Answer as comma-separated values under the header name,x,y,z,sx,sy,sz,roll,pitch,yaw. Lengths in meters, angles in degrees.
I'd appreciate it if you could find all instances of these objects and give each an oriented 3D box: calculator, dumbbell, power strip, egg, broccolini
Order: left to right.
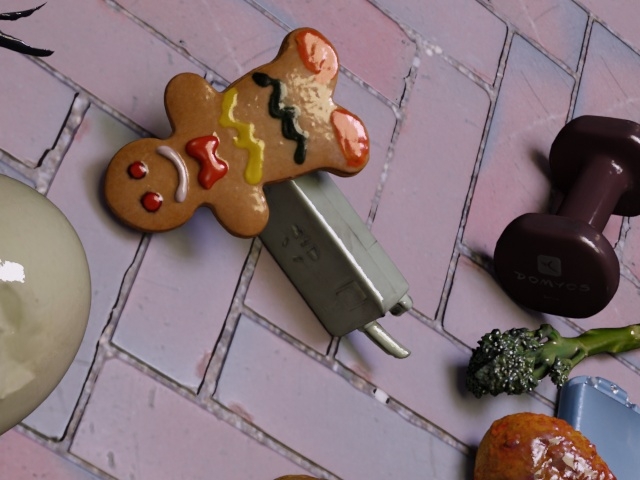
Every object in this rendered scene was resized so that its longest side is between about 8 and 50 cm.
name,x,y,z,sx,sy,sz,roll,pitch,yaw
egg,-0.296,0.055,1.223,0.219,0.219,0.269,54,49,-5
power strip,0.000,0.000,1.574,0.288,0.093,0.053,54,48,-4
dumbbell,0.289,-0.028,1.791,0.225,0.140,0.124,-57,146,-41
calculator,0.297,0.242,1.736,0.121,0.039,0.210,29,54,-23
broccolini,0.308,0.119,1.770,0.392,0.079,0.074,-7,56,-40

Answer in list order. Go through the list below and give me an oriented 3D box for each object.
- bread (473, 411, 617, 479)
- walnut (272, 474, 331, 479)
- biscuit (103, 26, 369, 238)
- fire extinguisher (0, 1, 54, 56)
name,x,y,z,sx,sy,sz,roll,pitch,yaw
bread,0.242,0.296,1.610,0.139,0.095,0.268,-18,75,0
walnut,-0.004,0.251,1.479,0.121,0.052,0.091,8,62,-39
biscuit,-0.081,-0.084,1.494,0.250,0.036,0.165,-24,92,-7
fire extinguisher,-0.329,-0.319,1.443,0.135,0.114,0.337,-5,73,-34
